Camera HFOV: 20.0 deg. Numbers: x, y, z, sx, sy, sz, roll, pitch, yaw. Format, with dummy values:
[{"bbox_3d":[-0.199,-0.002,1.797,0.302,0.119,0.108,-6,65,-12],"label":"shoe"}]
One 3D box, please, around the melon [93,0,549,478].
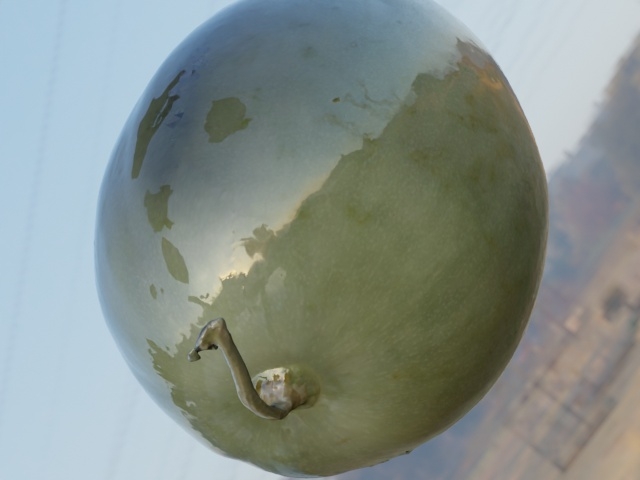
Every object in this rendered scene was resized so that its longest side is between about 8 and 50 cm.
[{"bbox_3d":[0.003,-0.012,1.009,0.272,0.272,0.308,108,180,-64],"label":"melon"}]
